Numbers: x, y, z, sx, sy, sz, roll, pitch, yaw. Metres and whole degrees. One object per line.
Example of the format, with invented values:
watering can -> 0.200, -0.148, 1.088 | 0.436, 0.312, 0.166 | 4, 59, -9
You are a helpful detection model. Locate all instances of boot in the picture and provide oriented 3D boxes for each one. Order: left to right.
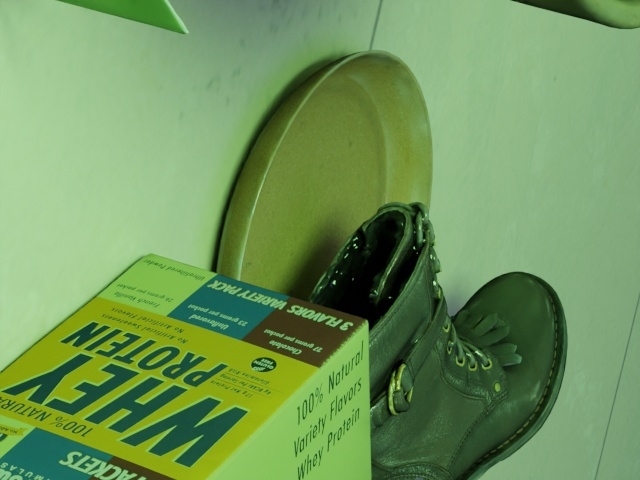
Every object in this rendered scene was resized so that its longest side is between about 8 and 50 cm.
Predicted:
boot -> 0.069, 0.059, 1.171 | 0.263, 0.091, 0.229 | -54, 148, -32

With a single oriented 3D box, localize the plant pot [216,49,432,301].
plant pot -> 0.000, 0.000, 1.144 | 0.236, 0.032, 0.236 | -41, 138, -50

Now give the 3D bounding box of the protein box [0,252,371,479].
protein box -> -0.080, 0.152, 0.950 | 0.200, 0.136, 0.201 | -42, 139, -47

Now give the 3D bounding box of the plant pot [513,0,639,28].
plant pot -> 0.032, -0.268, 0.784 | 0.323, 0.280, 0.323 | -40, 137, -50

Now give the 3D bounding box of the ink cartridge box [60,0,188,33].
ink cartridge box -> -0.117, -0.171, 0.738 | 0.062, 0.109, 0.209 | -64, 151, -19
